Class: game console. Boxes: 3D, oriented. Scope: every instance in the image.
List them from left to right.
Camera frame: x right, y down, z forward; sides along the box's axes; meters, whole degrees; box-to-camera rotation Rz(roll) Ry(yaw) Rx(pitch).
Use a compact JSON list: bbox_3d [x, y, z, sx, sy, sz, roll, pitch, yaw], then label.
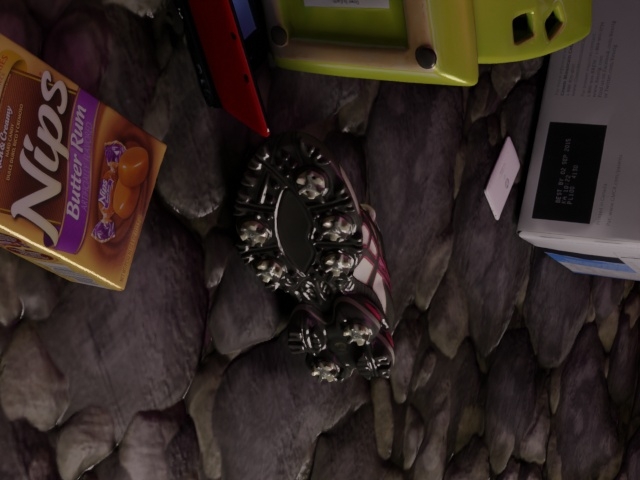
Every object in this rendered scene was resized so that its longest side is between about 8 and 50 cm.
[{"bbox_3d":[-0.059,-0.169,1.059,0.124,0.085,0.144,-51,137,-42],"label":"game console"}]

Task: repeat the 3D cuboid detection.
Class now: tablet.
[{"bbox_3d":[0.207,-0.071,1.605,0.083,0.006,0.054,-64,144,-30],"label":"tablet"}]

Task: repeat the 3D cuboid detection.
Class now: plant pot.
[{"bbox_3d":[0.070,-0.245,1.138,0.207,0.228,0.227,-36,126,-44],"label":"plant pot"}]

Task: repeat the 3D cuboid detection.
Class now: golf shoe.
[{"bbox_3d":[0.000,0.000,1.202,0.120,0.105,0.273,-77,159,-43],"label":"golf shoe"}]

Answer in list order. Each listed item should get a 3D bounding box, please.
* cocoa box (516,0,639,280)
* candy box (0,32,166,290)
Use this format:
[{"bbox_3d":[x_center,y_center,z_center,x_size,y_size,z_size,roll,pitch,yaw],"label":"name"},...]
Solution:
[{"bbox_3d":[0.405,-0.134,1.705,0.228,0.231,0.347,27,72,-59],"label":"cocoa box"},{"bbox_3d":[-0.181,-0.047,0.909,0.186,0.053,0.109,33,68,-55],"label":"candy box"}]
